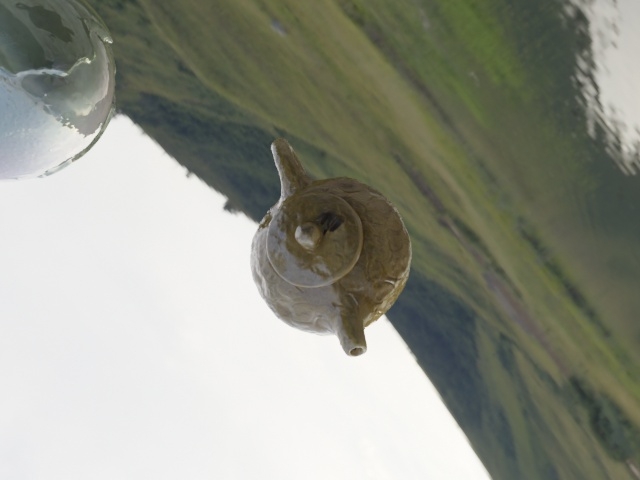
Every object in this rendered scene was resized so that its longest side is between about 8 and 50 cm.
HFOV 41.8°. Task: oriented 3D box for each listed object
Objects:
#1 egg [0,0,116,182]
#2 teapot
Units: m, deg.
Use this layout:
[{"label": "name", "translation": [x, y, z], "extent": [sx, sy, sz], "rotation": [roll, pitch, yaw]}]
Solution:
[{"label": "egg", "translation": [-0.260, -0.137, 0.688], "extent": [0.183, 0.183, 0.217], "rotation": [46, 160, -31]}, {"label": "teapot", "translation": [0.000, 0.000, 1.033], "extent": [0.167, 0.204, 0.311], "rotation": [47, -159, -67]}]
